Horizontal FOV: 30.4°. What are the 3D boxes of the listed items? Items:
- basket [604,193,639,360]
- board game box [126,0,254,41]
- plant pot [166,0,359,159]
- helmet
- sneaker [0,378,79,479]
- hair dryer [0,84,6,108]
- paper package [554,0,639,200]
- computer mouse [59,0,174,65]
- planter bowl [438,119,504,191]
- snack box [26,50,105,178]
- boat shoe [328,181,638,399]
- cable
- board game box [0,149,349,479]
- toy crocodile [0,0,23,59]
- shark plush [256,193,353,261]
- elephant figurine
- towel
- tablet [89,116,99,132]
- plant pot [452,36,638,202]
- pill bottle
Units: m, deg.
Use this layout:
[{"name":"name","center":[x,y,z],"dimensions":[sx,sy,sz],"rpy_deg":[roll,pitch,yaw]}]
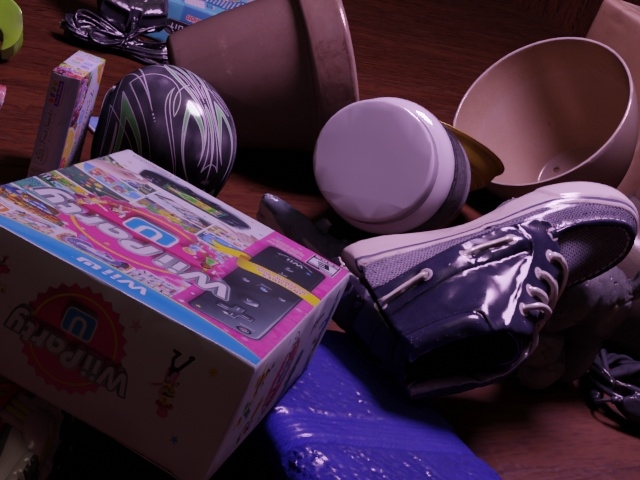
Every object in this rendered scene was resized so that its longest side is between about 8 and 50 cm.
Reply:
[{"name":"basket","center":[0.429,0.078,1.454],"dimensions":[0.227,0.154,0.204],"rpy_deg":[35,59,18]},{"name":"board game box","center":[-0.181,-0.390,2.107],"dimensions":[0.336,0.079,0.254],"rpy_deg":[20,22,-3]},{"name":"plant pot","center":[-0.084,-0.219,1.594],"dimensions":[0.229,0.263,0.263],"rpy_deg":[-11,29,-9]},{"name":"helmet","center":[-0.176,-0.116,1.353],"dimensions":[0.169,0.161,0.169],"rpy_deg":[18,22,-7]},{"name":"sneaker","center":[-0.234,0.130,0.811],"dimensions":[0.118,0.107,0.279],"rpy_deg":[11,20,-1]},{"name":"hair dryer","center":[-0.504,-0.227,1.432],"dimensions":[0.293,0.080,0.223],"rpy_deg":[29,22,18]},{"name":"paper package","center":[0.541,-0.211,1.999],"dimensions":[0.168,0.325,0.309],"rpy_deg":[12,24,-21]},{"name":"computer mouse","center":[-0.315,-0.405,1.913],"dimensions":[0.188,0.072,0.272],"rpy_deg":[15,63,-21]},{"name":"planter bowl","center":[0.140,-0.100,1.651],"dimensions":[0.217,0.090,0.217],"rpy_deg":[24,-8,4]},{"name":"snack box","center":[-0.286,-0.132,1.321],"dimensions":[0.037,0.141,0.100],"rpy_deg":[19,22,-3]},{"name":"boat shoe","center":[0.183,0.053,1.105],"dimensions":[0.340,0.127,0.158],"rpy_deg":[-16,39,-17]},{"name":"cable","center":[0.384,0.180,1.330],"dimensions":[0.184,0.047,0.150],"rpy_deg":[17,17,-3]},{"name":"board game box","center":[-0.119,0.039,0.862],"dimensions":[0.224,0.097,0.303],"rpy_deg":[28,15,6]},{"name":"toy crocodile","center":[-0.568,-0.323,1.584],"dimensions":[0.340,0.105,0.115],"rpy_deg":[9,-17,-25]},{"name":"shark plush","center":[0.000,0.000,1.365],"dimensions":[0.161,0.067,0.073],"rpy_deg":[22,22,2]},{"name":"elephant figurine","center":[0.217,0.039,1.329],"dimensions":[0.186,0.169,0.239],"rpy_deg":[-3,35,-35]},{"name":"towel","center":[0.028,0.177,0.981],"dimensions":[0.227,0.076,0.308],"rpy_deg":[13,21,-37]},{"name":"tablet","center":[-0.270,-0.148,1.555],"dimensions":[0.083,0.006,0.054],"rpy_deg":[0,30,-40]},{"name":"plant pot","center":[0.373,-0.146,1.839],"dimensions":[0.284,0.284,0.191],"rpy_deg":[46,-3,47]},{"name":"pill bottle","center":[0.089,-0.085,1.421],"dimensions":[0.161,0.161,0.283],"rpy_deg":[26,4,12]}]
